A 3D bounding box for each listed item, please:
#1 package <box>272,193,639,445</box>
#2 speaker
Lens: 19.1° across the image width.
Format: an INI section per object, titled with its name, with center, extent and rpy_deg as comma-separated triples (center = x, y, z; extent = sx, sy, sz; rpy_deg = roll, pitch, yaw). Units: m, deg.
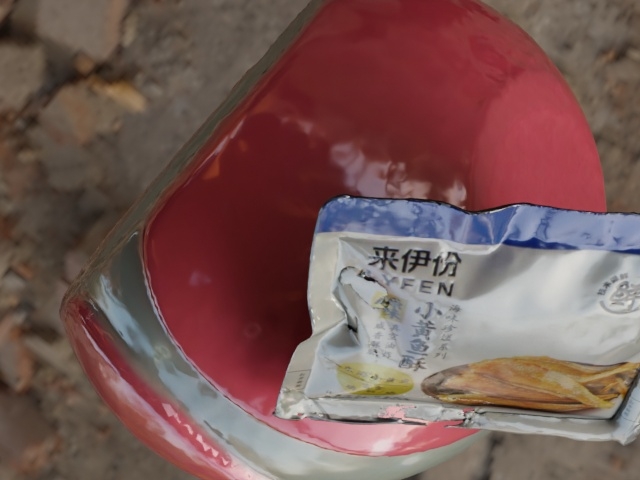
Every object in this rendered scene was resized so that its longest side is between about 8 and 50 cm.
[package]
center = 0.072, 0.037, 0.811
extent = 0.171, 0.027, 0.173
rpy_deg = 5, 146, -5
[speaker]
center = 0.000, 0.000, 1.009
extent = 0.294, 0.294, 0.294
rpy_deg = 17, 136, 17
